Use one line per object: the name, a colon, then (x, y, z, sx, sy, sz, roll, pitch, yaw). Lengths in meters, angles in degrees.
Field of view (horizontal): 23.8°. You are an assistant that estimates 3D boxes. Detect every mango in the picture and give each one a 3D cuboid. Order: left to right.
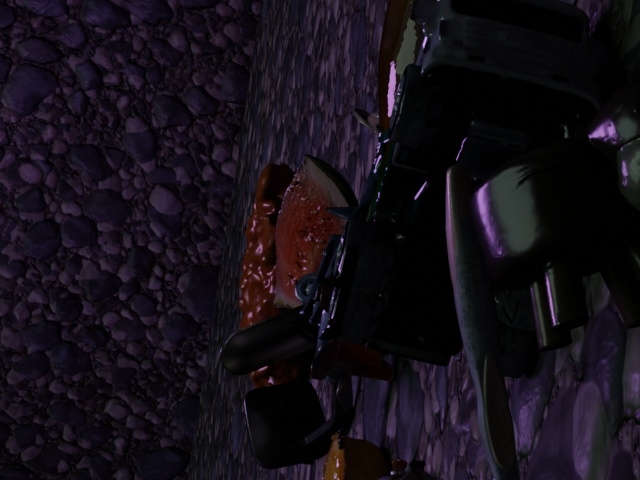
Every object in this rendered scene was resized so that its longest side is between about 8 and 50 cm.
mango: (0.111, -0.190, 1.417, 0.133, 0.111, 0.267, -44, -40, -80)

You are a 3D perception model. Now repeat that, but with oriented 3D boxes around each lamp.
lamp: (-0.052, 0.200, 1.967, 0.283, 0.203, 0.124, 114, 141, -52)

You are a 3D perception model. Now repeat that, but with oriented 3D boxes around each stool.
stool: (0.177, -0.015, 0.925, 0.217, 0.125, 0.121, -40, 60, 51)

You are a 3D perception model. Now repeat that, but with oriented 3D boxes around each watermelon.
watermelon: (-0.002, 0.003, 1.991, 0.063, 0.119, 0.245, -78, 0, -54)

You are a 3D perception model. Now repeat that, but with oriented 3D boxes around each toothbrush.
toothbrush: (0.126, 0.128, 1.097, 0.037, 0.028, 0.375, -145, 44, -75)

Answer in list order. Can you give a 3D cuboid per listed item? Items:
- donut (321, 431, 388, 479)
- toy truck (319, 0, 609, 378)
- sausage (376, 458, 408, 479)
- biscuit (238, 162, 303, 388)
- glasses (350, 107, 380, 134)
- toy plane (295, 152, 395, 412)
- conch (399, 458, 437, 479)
donut: (0.036, 0.299, 1.726, 0.181, 0.078, 0.146, -88, 8, -60)
toy truck: (0.106, -0.035, 1.199, 0.363, 0.176, 0.178, 106, 175, -49)
sausage: (0.072, 0.330, 1.481, 0.071, 0.071, 0.234, 125, 149, -72)
biscuit: (-0.069, 0.074, 2.393, 0.312, 0.110, 0.318, -97, 15, -48)
glasses: (0.092, -0.201, 1.621, 0.189, 0.088, 0.220, -137, 53, -79)
toy plane: (0.040, 0.026, 1.763, 0.223, 0.104, 0.326, 52, -140, -60)
conch: (0.061, 0.333, 1.300, 0.149, 0.183, 0.275, 47, 144, 31)
